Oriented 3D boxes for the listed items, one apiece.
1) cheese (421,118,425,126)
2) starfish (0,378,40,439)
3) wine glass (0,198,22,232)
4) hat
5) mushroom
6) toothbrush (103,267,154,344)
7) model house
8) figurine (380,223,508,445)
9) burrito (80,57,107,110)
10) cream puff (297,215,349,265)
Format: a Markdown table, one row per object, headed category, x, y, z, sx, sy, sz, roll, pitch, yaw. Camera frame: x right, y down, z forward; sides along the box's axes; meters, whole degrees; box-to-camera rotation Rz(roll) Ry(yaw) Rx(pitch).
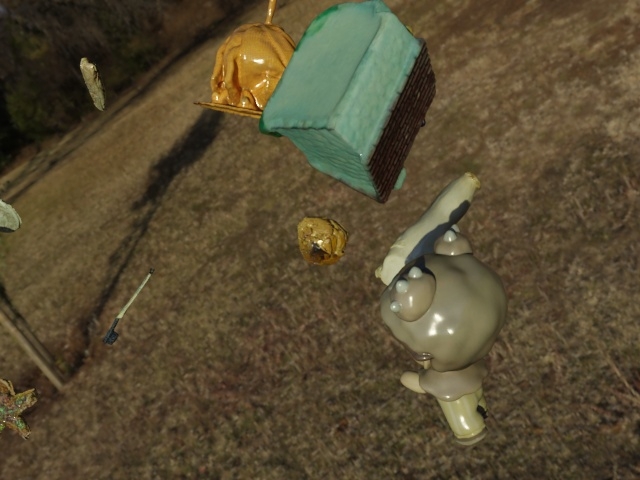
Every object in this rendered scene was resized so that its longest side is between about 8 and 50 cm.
| category | x | y | z | sx | sy | sz | roll | pitch | yaw |
| --- | --- | --- | --- | --- | --- | --- | --- | --- | --- |
| cheese | 0.107 | -0.300 | 1.652 | 0.069 | 0.270 | 0.177 | 106 | 164 | -45 |
| starfish | -0.622 | 0.335 | 1.428 | 0.053 | 0.150 | 0.209 | -32 | -21 | -53 |
| wine glass | -0.747 | 0.021 | 1.523 | 0.126 | 0.126 | 0.241 | -22 | 35 | 35 |
| hat | -0.099 | -0.352 | 1.387 | 0.244 | 0.233 | 0.233 | 12 | 7 | 21 |
| mushroom | 0.256 | -0.029 | 1.648 | 0.351 | 0.097 | 0.109 | -50 | -9 | -24 |
| toothbrush | -0.472 | 0.164 | 1.766 | 0.294 | 0.028 | 0.026 | -54 | 9 | 32 |
| model house | 0.083 | -0.238 | 1.286 | 0.230 | 0.249 | 0.280 | 13 | 72 | 49 |
| figurine | 0.233 | 0.181 | 1.280 | 0.203 | 0.380 | 0.248 | 7 | 31 | 41 |
| burrito | -0.562 | -0.389 | 1.796 | 0.042 | 0.051 | 0.171 | -43 | -17 | -19 |
| cream puff | 0.000 | 0.000 | 1.735 | 0.119 | 0.133 | 0.104 | -19 | 26 | 43 |
